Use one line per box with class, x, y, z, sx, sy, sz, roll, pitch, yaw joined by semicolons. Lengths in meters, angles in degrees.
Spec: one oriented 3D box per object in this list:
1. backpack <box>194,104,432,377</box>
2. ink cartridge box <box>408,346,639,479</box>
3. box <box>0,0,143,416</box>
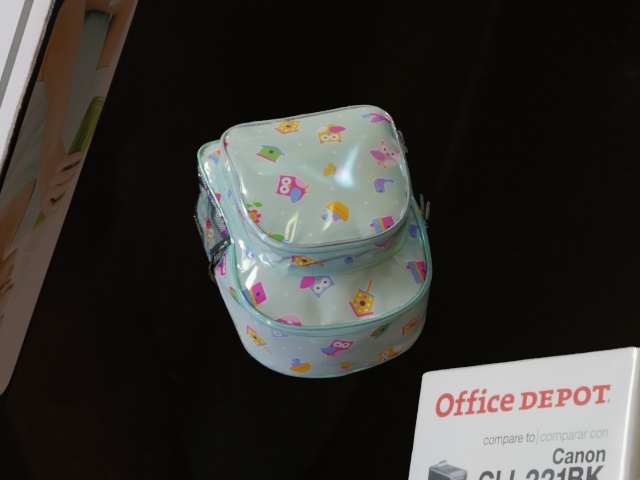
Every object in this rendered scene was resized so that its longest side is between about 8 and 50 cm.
backpack;0.000;0.000;1.248;0.166;0.144;0.188;-9;65;-13
ink cartridge box;0.148;0.213;1.042;0.114;0.197;0.272;22;69;-34
box;-0.158;-0.055;0.526;0.169;0.087;0.290;25;117;6
